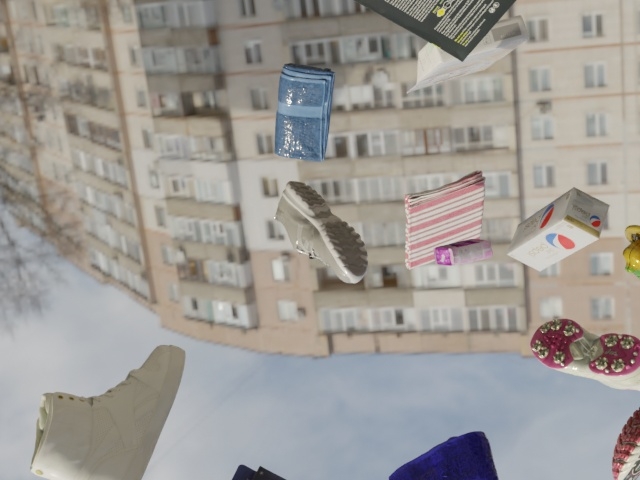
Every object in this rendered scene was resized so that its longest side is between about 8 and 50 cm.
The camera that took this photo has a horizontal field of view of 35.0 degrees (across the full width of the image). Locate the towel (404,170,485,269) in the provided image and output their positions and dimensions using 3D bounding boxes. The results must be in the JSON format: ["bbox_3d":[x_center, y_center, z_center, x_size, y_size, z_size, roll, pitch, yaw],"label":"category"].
[{"bbox_3d":[0.211,-0.034,1.746,0.144,0.197,0.029,-19,-125,-9],"label":"towel"}]

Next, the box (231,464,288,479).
[{"bbox_3d":[-0.084,0.539,2.001,0.225,0.036,0.136,26,-128,3],"label":"box"}]

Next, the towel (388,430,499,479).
[{"bbox_3d":[0.218,0.493,1.724,0.228,0.076,0.308,-40,-142,24],"label":"towel"}]

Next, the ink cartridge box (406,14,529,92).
[{"bbox_3d":[0.266,-0.350,1.919,0.181,0.056,0.225,-17,180,-13],"label":"ink cartridge box"}]

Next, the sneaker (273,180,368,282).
[{"bbox_3d":[0.000,0.000,2.153,0.105,0.115,0.281,4,-141,-44],"label":"sneaker"}]

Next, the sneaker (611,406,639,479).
[{"bbox_3d":[0.631,0.327,1.803,0.112,0.299,0.121,39,-170,3],"label":"sneaker"}]

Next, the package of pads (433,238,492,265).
[{"bbox_3d":[0.226,0.019,1.613,0.083,0.031,0.050,-11,-173,-30],"label":"package of pads"}]

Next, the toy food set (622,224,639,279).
[{"bbox_3d":[0.532,0.065,1.545,0.071,0.218,0.128,-55,-156,-7],"label":"toy food set"}]

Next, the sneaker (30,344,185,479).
[{"bbox_3d":[-0.304,0.230,1.440,0.169,0.108,0.292,28,-141,-9],"label":"sneaker"}]

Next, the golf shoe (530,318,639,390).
[{"bbox_3d":[0.556,0.245,2.068,0.115,0.140,0.306,-58,-151,-10],"label":"golf shoe"}]

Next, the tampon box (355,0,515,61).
[{"bbox_3d":[0.116,-0.296,1.114,0.161,0.101,0.120,24,-144,-25],"label":"tampon box"}]

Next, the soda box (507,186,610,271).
[{"bbox_3d":[0.408,-0.016,1.758,0.074,0.069,0.216,26,158,-6],"label":"soda box"}]

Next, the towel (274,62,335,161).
[{"bbox_3d":[-0.021,-0.154,1.238,0.067,0.119,0.029,7,-152,1],"label":"towel"}]
